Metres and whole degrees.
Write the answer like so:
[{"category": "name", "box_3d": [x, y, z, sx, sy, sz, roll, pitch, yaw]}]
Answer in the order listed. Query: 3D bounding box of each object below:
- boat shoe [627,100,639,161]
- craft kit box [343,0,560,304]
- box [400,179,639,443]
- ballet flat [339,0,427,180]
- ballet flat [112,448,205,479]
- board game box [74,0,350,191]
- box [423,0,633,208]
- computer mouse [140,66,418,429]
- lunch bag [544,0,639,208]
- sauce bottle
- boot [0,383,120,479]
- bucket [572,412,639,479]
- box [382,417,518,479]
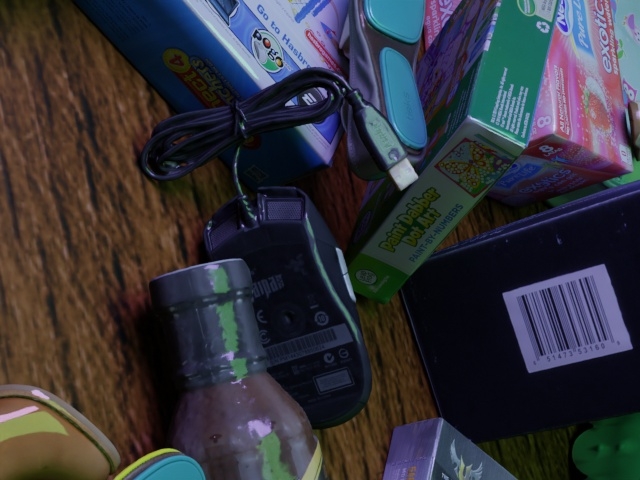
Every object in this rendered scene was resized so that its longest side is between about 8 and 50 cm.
[{"category": "boat shoe", "box_3d": [0.341, -0.112, 1.224, 0.152, 0.049, 0.056, 2, 83, -73]}, {"category": "craft kit box", "box_3d": [0.111, -0.107, 1.006, 0.061, 0.247, 0.250, 24, 52, -6]}, {"category": "box", "box_3d": [0.282, 0.043, 1.101, 0.294, 0.296, 0.183, -14, 86, -51]}, {"category": "ballet flat", "box_3d": [0.042, -0.143, 0.941, 0.072, 0.068, 0.213, 23, 54, -35]}, {"category": "ballet flat", "box_3d": [-0.148, 0.218, 0.705, 0.077, 0.077, 0.231, 53, 44, -28]}, {"category": "board game box", "box_3d": [-0.068, -0.252, 0.977, 0.308, 0.086, 0.302, 48, 45, -26]}, {"category": "box", "box_3d": [0.203, -0.204, 1.225, 0.154, 0.142, 0.300, 18, 62, -44]}, {"category": "computer mouse", "box_3d": [0.000, 0.000, 0.896, 0.262, 0.184, 0.060, 64, 18, -6]}, {"category": "lunch bag", "box_3d": [0.318, -0.162, 1.368, 0.224, 0.108, 0.279, 8, 69, -47]}, {"category": "sauce bottle", "box_3d": [-0.043, 0.185, 0.813, 0.111, 0.111, 0.344, -8, 83, -50]}, {"category": "boot", "box_3d": [-0.214, 0.149, 0.666, 0.197, 0.073, 0.152, 27, 54, -26]}, {"category": "bucket", "box_3d": [0.406, 0.276, 1.238, 0.281, 0.183, 0.281, 20, 62, -44]}, {"category": "box", "box_3d": [0.134, 0.287, 1.020, 0.231, 0.056, 0.183, 42, 48, -31]}]
